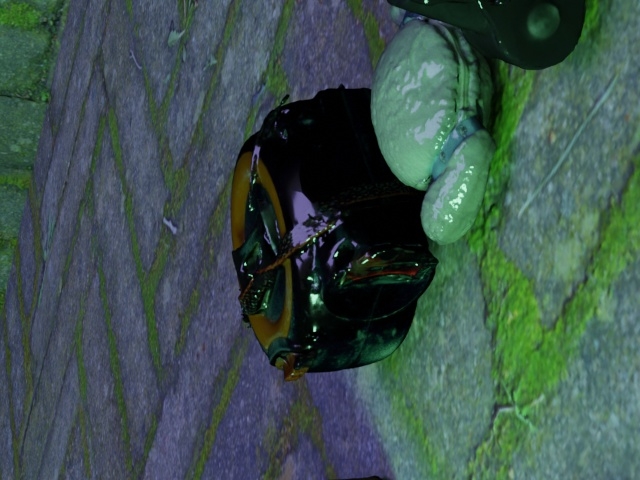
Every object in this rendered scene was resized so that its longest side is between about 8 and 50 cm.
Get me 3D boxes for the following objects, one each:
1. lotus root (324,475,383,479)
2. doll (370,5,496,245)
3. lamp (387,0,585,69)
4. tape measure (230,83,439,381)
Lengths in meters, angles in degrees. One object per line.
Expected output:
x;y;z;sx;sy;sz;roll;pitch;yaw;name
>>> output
-0.074;0.352;1.104;0.316;0.250;0.316;175;90;-71;lotus root
0.079;-0.100;1.004;0.103;0.071;0.214;125;144;-53;doll
0.069;-0.298;0.805;0.205;0.272;0.374;-144;62;-65;lamp
0.000;0.000;1.099;0.223;0.135;0.202;114;145;-51;tape measure
